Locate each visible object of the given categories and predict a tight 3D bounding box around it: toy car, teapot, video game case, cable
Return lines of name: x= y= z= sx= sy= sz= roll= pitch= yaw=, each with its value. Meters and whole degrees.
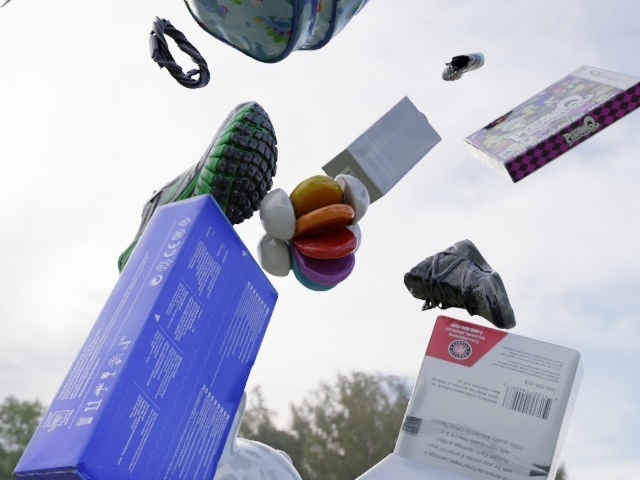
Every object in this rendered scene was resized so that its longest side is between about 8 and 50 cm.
toy car: x=0.000 y=0.000 z=1.275 sx=0.159 sy=0.136 sz=0.182 roll=-14 pitch=-39 yaw=-21
teapot: x=-0.102 y=0.364 z=1.202 sx=0.252 sy=0.187 sz=0.256 roll=41 pitch=-39 yaw=7
video game case: x=0.350 y=-0.182 z=1.343 sx=0.232 sy=0.210 sz=0.041 roll=-31 pitch=-72 yaw=3
cable: x=-0.295 y=-0.397 z=1.861 sx=0.151 sy=0.184 sz=0.047 roll=25 pitch=-54 yaw=-38

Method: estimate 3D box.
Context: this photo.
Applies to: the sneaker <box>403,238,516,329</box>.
sneaker: x=0.207 y=0.082 z=1.334 sx=0.130 sy=0.227 sz=0.087 roll=-22 pitch=-61 yaw=-4

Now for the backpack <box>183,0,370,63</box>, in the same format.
backpack: x=-0.051 y=-0.363 z=0.939 sx=0.290 sy=0.273 sz=0.355 roll=29 pitch=-10 yaw=18

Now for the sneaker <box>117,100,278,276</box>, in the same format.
sneaker: x=-0.186 y=-0.067 z=1.303 sx=0.146 sy=0.343 sz=0.134 roll=24 pitch=-15 yaw=34

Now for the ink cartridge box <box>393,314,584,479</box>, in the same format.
ink cartridge box: x=0.217 y=0.262 z=1.180 sx=0.197 sy=0.272 sz=0.114 roll=14 pitch=-16 yaw=24

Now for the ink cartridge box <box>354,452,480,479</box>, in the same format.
ink cartridge box: x=0.137 y=0.320 z=0.768 sx=0.310 sy=0.130 sz=0.272 roll=10 pitch=9 yaw=29

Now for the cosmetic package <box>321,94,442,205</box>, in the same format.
cosmetic package: x=0.128 y=-0.179 z=1.808 sx=0.127 sy=0.238 sz=0.107 roll=51 pitch=-40 yaw=-4

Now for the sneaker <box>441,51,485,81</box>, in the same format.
sneaker: x=0.248 y=-0.322 z=1.642 sx=0.069 sy=0.038 sz=0.098 roll=-12 pitch=-9 yaw=-45

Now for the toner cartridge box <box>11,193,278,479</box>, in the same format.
toner cartridge box: x=-0.151 y=0.128 z=0.880 sx=0.075 sy=0.347 sz=0.165 roll=-11 pitch=-52 yaw=27

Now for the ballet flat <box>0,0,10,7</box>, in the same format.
ballet flat: x=-0.504 y=-0.367 z=1.319 sx=0.070 sy=0.188 sz=0.070 roll=40 pitch=-25 yaw=24
